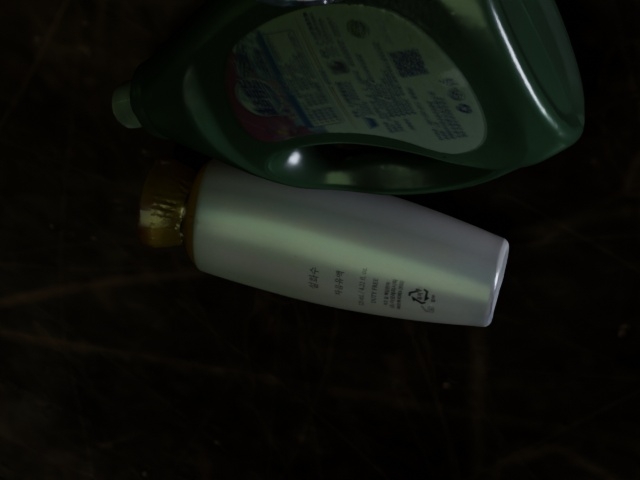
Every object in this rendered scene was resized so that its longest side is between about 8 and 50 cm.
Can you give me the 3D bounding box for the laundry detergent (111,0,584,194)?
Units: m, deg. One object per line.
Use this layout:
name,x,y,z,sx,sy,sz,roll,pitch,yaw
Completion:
laundry detergent,0.001,-0.069,0.633,0.211,0.063,0.137,-10,135,32

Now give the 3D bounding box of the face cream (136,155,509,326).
face cream,0.000,0.000,0.712,0.182,0.051,0.072,13,136,10

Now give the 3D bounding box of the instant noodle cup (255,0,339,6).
instant noodle cup,0.033,-0.181,0.417,0.207,0.207,0.232,37,143,-15
